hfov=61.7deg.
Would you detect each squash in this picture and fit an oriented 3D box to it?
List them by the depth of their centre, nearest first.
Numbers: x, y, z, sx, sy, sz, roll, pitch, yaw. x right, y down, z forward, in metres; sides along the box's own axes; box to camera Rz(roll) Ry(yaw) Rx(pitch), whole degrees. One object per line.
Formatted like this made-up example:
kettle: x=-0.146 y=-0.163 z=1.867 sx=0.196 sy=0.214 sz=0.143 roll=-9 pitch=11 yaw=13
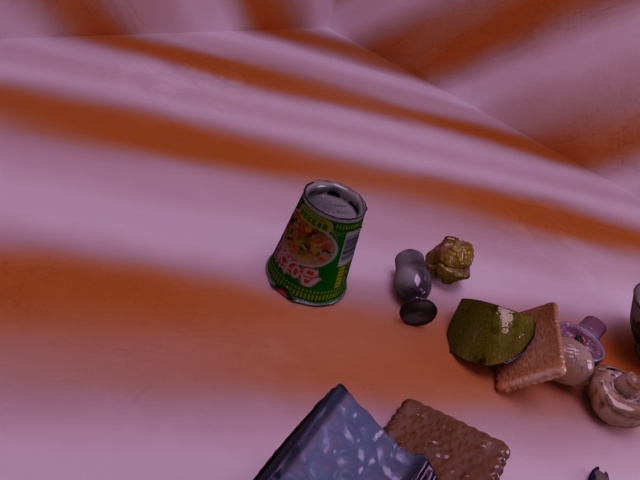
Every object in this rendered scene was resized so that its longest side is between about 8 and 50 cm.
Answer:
squash: x=0.380 y=0.193 z=1.226 sx=0.192 sy=0.085 sz=0.184 roll=10 pitch=40 yaw=33

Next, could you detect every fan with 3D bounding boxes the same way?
fan: x=0.674 y=0.252 z=1.381 sx=0.130 sy=0.074 sz=0.244 roll=40 pitch=37 yaw=26

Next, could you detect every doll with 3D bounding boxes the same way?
doll: x=0.530 y=0.478 z=1.030 sx=0.037 sy=0.027 sz=0.125 roll=30 pitch=34 yaw=24

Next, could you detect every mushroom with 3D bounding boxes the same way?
mushroom: x=0.678 y=0.346 z=1.213 sx=0.154 sy=0.122 sz=0.154 roll=10 pitch=37 yaw=-8

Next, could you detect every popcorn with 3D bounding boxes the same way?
popcorn: x=0.353 y=0.053 z=1.437 sx=0.126 sy=0.125 sz=0.145 roll=41 pitch=47 yaw=12

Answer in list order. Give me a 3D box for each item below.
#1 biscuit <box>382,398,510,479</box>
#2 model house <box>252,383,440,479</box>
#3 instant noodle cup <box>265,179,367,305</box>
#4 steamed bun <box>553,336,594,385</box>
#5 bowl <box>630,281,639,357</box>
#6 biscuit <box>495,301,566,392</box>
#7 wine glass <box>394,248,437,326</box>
biscuit: x=0.166 y=0.400 z=0.889 sx=0.217 sy=0.044 sz=0.325 roll=20 pitch=31 yaw=27
model house: x=0.028 y=0.419 z=0.636 sx=0.339 sy=0.297 sz=0.360 roll=38 pitch=37 yaw=10
instant noodle cup: x=0.000 y=0.000 z=1.214 sx=0.207 sy=0.232 sz=0.207 roll=14 pitch=36 yaw=-11
steamed bun: x=0.564 y=0.271 z=1.243 sx=0.130 sy=0.112 sz=0.090 roll=12 pitch=52 yaw=25
bowl: x=0.957 y=0.274 z=1.433 sx=0.338 sy=0.157 sz=0.337 roll=14 pitch=34 yaw=-10
biscuit: x=0.479 y=0.243 z=1.234 sx=0.030 sy=0.160 sz=0.249 roll=53 pitch=30 yaw=-15
wine glass: x=0.229 y=0.109 z=1.318 sx=0.093 sy=0.092 sz=0.202 roll=16 pitch=34 yaw=-8
